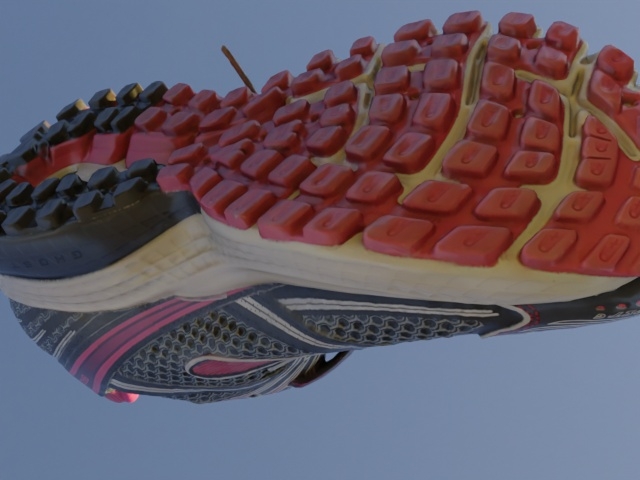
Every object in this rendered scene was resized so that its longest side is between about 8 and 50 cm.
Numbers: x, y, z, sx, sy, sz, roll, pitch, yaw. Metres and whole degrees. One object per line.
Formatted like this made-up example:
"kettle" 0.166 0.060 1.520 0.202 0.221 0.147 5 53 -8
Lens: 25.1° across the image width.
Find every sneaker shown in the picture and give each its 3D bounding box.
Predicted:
"sneaker" 0.000 0.000 0.505 0.121 0.299 0.112 -51 -56 -35
